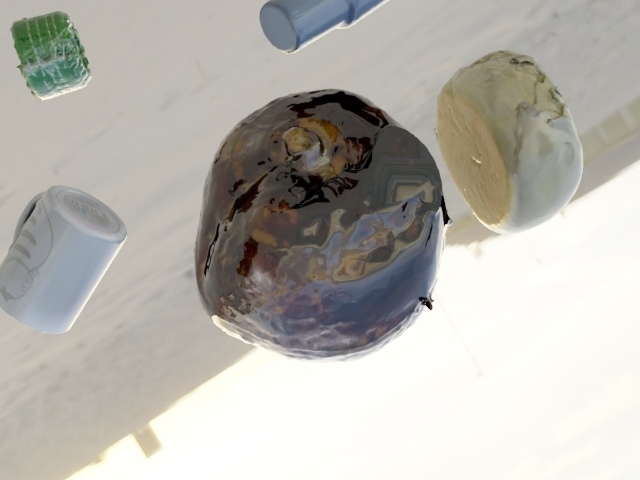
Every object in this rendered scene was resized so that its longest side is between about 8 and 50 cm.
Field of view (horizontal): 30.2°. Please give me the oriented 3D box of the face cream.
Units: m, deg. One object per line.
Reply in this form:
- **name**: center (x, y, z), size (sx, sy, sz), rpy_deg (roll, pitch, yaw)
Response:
- **face cream**: center (0.081, -0.350, 1.508), size (0.385, 0.086, 0.135), rpy_deg (-37, -143, -30)

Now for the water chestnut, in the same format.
- **water chestnut**: center (0.000, 0.000, 1.480), size (0.335, 0.335, 0.347), rpy_deg (-32, 162, -14)

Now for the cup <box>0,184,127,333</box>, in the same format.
- **cup**: center (-0.293, 0.009, 1.269), size (0.133, 0.136, 0.099), rpy_deg (-55, 165, 17)

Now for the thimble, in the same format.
- **thimble**: center (-0.382, -0.263, 1.681), size (0.090, 0.118, 0.130), rpy_deg (-17, -168, -4)

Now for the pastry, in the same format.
- **pastry**: center (0.261, -0.138, 1.656), size (0.133, 0.265, 0.265), rpy_deg (-23, -179, -12)
